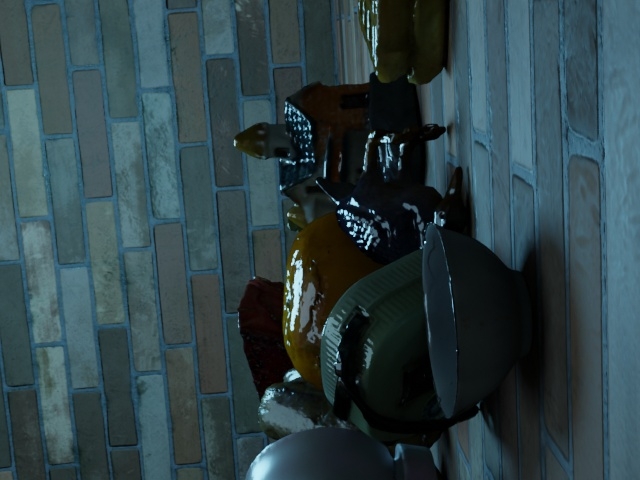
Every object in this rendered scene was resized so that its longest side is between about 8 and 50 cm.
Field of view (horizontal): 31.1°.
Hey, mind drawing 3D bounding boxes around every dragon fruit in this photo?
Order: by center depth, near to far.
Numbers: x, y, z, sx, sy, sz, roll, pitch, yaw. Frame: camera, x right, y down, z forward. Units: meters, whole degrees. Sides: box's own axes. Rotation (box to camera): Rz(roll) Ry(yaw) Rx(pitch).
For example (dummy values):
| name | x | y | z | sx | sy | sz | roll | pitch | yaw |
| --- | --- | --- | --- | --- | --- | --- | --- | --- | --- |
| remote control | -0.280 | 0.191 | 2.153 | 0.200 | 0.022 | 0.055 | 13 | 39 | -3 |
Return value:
| name | x | y | z | sx | sy | sz | roll | pitch | yaw |
| --- | --- | --- | --- | --- | --- | --- | --- | --- | --- |
| dragon fruit | -0.040 | 0.168 | 2.015 | 0.317 | 0.152 | 0.205 | 77 | -170 | -47 |

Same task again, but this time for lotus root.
| name | x | y | z | sx | sy | sz | roll | pitch | yaw |
| --- | --- | --- | --- | --- | --- | --- | --- | --- | --- |
| lotus root | 0.035 | 0.257 | 1.753 | 0.167 | 0.329 | 0.078 | -55 | -47 | -31 |

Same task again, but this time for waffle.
| name | x | y | z | sx | sy | sz | roll | pitch | yaw |
| --- | --- | --- | --- | --- | --- | --- | --- | --- | --- |
| waffle | 0.101 | -0.383 | 1.439 | 0.224 | 0.098 | 0.327 | -100 | 6 | -53 |

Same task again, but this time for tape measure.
| name | x | y | z | sx | sy | sz | roll | pitch | yaw |
| --- | --- | --- | --- | --- | --- | --- | --- | --- | --- |
| tape measure | 0.097 | 0.145 | 1.282 | 0.115 | 0.207 | 0.235 | 34 | 139 | 38 |

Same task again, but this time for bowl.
| name | x | y | z | sx | sy | sz | roll | pitch | yaw |
| --- | --- | --- | --- | --- | --- | --- | --- | --- | --- |
| bowl | 0.152 | 0.072 | 1.097 | 0.189 | 0.086 | 0.189 | 175 | 90 | -86 |

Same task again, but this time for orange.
| name | x | y | z | sx | sy | sz | roll | pitch | yaw |
| --- | --- | --- | --- | --- | --- | --- | --- | --- | --- |
| orange | 0.057 | 0.092 | 1.678 | 0.284 | 0.226 | 0.283 | 179 | 90 | -78 |

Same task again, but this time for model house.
| name | x | y | z | sx | sy | sz | roll | pitch | yaw |
| --- | --- | --- | --- | --- | --- | --- | --- | --- | --- |
| model house | 0.009 | -0.123 | 1.834 | 0.271 | 0.301 | 0.190 | 89 | -177 | -55 |

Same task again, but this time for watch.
| name | x | y | z | sx | sy | sz | roll | pitch | yaw |
| --- | --- | --- | --- | --- | --- | --- | --- | --- | --- |
| watch | 0.024 | 0.352 | 1.328 | 0.196 | 0.231 | 0.244 | -96 | 6 | -56 |

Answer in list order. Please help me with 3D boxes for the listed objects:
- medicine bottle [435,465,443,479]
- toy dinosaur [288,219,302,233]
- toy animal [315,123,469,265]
| name | x | y | z | sx | sy | sz | roll | pitch | yaw |
| --- | --- | --- | --- | --- | --- | --- | --- | --- | --- |
| medicine bottle | 0.085 | 0.514 | 1.816 | 0.224 | 0.224 | 0.384 | -97 | 3 | -53 |
| toy dinosaur | -0.004 | 0.002 | 2.060 | 0.200 | 0.072 | 0.251 | 64 | -167 | -67 |
| toy animal | 0.096 | -0.052 | 1.482 | 0.298 | 0.122 | 0.185 | -9 | 86 | 57 |
